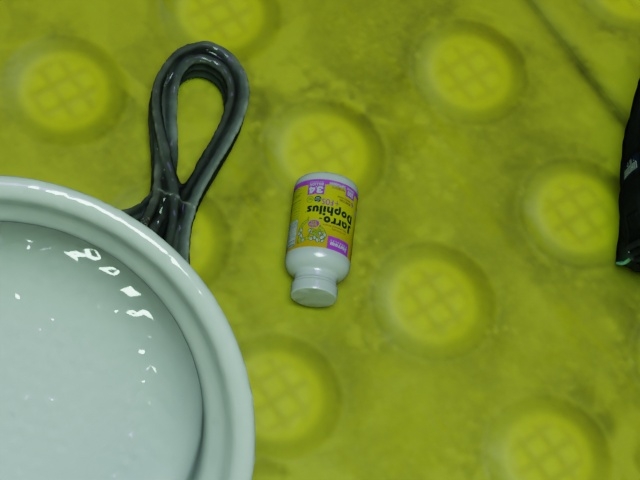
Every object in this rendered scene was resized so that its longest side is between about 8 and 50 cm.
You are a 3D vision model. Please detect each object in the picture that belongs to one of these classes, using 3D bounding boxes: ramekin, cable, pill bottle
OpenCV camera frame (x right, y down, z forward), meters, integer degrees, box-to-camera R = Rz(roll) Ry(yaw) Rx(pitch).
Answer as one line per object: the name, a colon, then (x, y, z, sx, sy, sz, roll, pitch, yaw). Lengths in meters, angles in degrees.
ramekin: (-0.175, 0.099, 1.032, 0.277, 0.135, 0.277, 0, 95, -3)
cable: (-0.103, -0.010, 1.181, 0.139, 0.072, 0.287, 28, 65, 7)
pill bottle: (0.000, 0.000, 1.214, 0.043, 0.043, 0.083, 9, 64, -6)

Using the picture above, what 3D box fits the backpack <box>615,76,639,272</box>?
backpack: (0.279, -0.076, 1.234, 0.144, 0.166, 0.188, 6, 68, -9)
